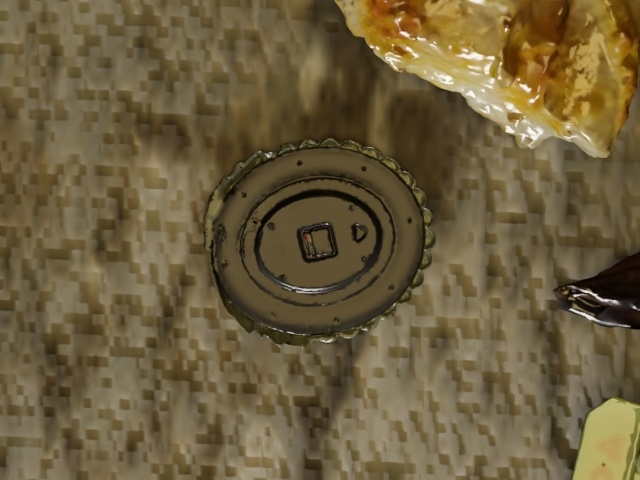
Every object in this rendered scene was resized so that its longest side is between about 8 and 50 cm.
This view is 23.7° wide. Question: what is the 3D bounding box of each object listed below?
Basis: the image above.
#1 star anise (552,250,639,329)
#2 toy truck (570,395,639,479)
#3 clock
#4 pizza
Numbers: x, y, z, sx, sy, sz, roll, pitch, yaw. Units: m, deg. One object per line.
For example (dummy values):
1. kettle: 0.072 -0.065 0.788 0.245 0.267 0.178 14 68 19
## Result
1. star anise: 0.194 -0.010 0.491 0.212 0.053 0.157 11 139 2
2. toy truck: 0.124 0.134 0.526 0.100 0.077 0.168 10 96 11
3. clock: 0.000 0.000 0.550 0.083 0.010 0.074 -13 94 3
4. pizza: 0.052 -0.129 0.496 0.161 0.062 0.182 13 95 -19
